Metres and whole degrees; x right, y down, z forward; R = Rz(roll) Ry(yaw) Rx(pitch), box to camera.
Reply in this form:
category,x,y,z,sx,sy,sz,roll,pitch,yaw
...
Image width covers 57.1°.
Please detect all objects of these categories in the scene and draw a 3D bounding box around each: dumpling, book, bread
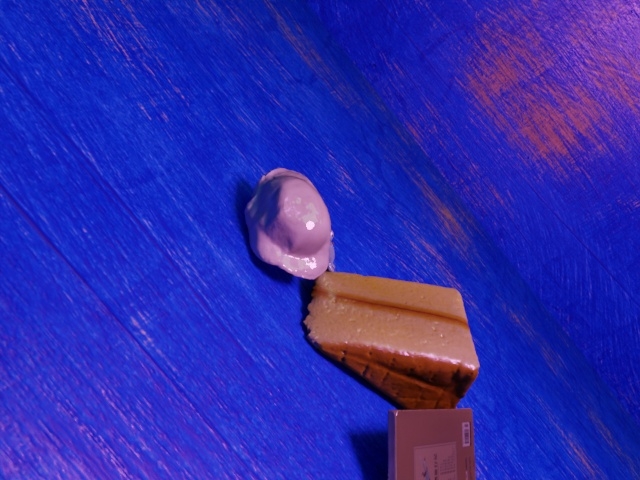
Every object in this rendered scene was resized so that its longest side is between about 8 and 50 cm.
category,x,y,z,sx,sy,sz,roll,pitch,yaw
dumpling,-0.065,-0.039,1.154,0.162,0.132,0.250,-6,66,-24
book,0.210,0.416,1.064,0.310,0.021,0.217,19,67,-50
bread,0.117,0.216,1.233,0.361,0.245,0.233,13,38,-10

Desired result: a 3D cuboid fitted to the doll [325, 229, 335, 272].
category,x,y,z,sx,sy,sz,roll,pitch,yaw
doll,0.003,-0.003,1.292,0.120,0.075,0.180,45,25,-6
